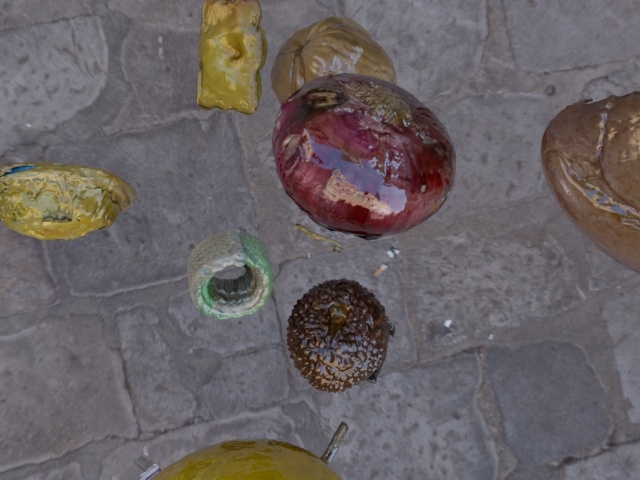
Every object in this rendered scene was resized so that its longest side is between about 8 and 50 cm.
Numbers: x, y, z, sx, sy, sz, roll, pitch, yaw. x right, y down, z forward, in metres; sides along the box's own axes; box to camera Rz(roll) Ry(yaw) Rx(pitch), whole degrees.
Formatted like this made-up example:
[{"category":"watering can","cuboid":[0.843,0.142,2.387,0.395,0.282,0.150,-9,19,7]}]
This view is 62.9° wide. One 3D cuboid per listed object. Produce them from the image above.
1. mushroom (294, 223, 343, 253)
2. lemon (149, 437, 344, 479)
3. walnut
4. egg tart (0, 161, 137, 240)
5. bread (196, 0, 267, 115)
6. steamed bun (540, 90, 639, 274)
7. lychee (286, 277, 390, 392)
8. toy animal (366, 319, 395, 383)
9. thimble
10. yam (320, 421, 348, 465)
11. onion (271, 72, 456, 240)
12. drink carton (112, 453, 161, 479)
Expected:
[{"category":"mushroom","cuboid":[0.004,-0.004,1.157,0.028,0.286,0.026,-45,69,5]},{"category":"lemon","cuboid":[-0.092,0.393,0.571,0.348,0.348,0.348,-1,95,-12]},{"category":"walnut","cuboid":[0.033,-0.362,1.196,0.285,0.296,0.285,-13,108,-44]},{"category":"egg tart","cuboid":[-0.500,-0.060,0.989,0.291,0.291,0.107,-6,74,-11]},{"category":"bread","cuboid":[-0.180,-0.384,1.093,0.161,0.088,0.233,13,112,17]},{"category":"steamed bun","cuboid":[0.378,-0.037,0.485,0.251,0.301,0.199,-11,102,-54]},{"category":"lychee","cuboid":[0.040,0.237,1.278,0.267,0.267,0.267,-1,95,-12]},{"category":"toy animal","cuboid":[0.140,0.301,1.506,0.115,0.245,0.146,20,52,11]},{"category":"thimble","cuboid":[-0.226,0.080,1.316,0.219,0.150,0.219,-9,129,-11]},{"category":"yam","cuboid":[-0.014,0.403,0.846,0.029,0.027,0.234,39,71,-27]},{"category":"onion","cuboid":[0.053,-0.109,0.683,0.246,0.190,0.246,17,49,-20]},{"category":"drink carton","cuboid":[-0.435,0.692,1.378,0.102,0.134,0.222,-35,102,-35]}]
